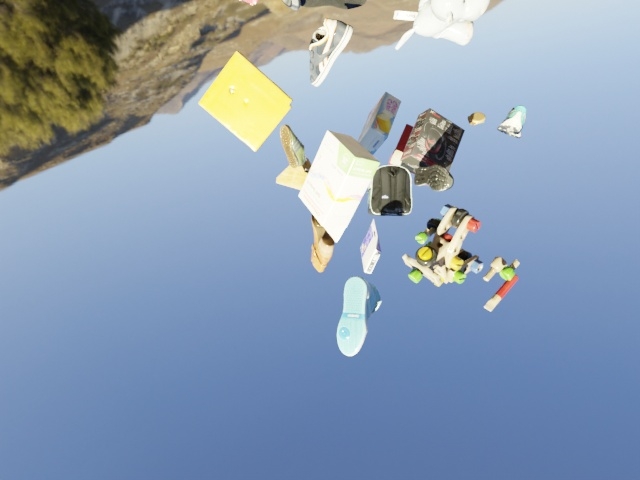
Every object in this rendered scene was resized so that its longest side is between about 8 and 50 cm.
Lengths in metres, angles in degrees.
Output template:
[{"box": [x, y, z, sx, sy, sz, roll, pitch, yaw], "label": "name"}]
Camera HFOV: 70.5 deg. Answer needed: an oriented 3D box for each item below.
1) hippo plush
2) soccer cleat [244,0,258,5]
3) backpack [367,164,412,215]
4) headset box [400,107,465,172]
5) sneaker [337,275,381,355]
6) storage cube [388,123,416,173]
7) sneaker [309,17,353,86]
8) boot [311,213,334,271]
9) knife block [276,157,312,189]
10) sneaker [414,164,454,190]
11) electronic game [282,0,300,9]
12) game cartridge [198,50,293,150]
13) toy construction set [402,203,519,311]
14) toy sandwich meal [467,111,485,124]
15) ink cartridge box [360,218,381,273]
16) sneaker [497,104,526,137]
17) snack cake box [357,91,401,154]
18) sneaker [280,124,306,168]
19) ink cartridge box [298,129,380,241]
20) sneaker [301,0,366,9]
[{"box": [0.401, -0.767, 1.435, 0.295, 0.234, 0.236, -3, -177, -3], "label": "hippo plush"}, {"box": [-0.258, -0.954, 1.679, 0.083, 0.095, 0.248, 16, -174, -13], "label": "soccer cleat"}, {"box": [0.346, -0.251, 2.280, 0.226, 0.253, 0.191, 0, -176, -3], "label": "backpack"}, {"box": [0.530, -0.442, 2.164, 0.293, 0.218, 0.110, -67, -164, -11], "label": "headset box"}, {"box": [0.174, 0.315, 1.878, 0.127, 0.318, 0.208, 8, 175, 30], "label": "sneaker"}, {"box": [0.544, -0.548, 2.727, 0.184, 0.215, 0.193, 23, -106, 4], "label": "storage cube"}, {"box": [0.007, -0.780, 1.865, 0.321, 0.128, 0.126, -44, -150, 54], "label": "sneaker"}, {"box": [0.000, 0.000, 2.302, 0.109, 0.220, 0.283, -6, -129, -20], "label": "boot"}, {"box": [-0.083, -0.294, 2.341, 0.088, 0.241, 0.276, -7, 156, -49], "label": "knife block"}, {"box": [0.516, -0.266, 1.930, 0.124, 0.107, 0.283, 7, -168, -15], "label": "sneaker"}, {"box": [-0.152, -1.056, 1.851, 0.048, 0.229, 0.229, -35, -152, -4], "label": "electronic game"}, {"box": [-0.319, -0.599, 1.971, 0.285, 0.324, 0.052, -47, -169, 16], "label": "game cartridge"}, {"box": [0.378, 0.082, 1.289, 0.309, 0.257, 0.237, 41, -108, 15], "label": "toy construction set"}, {"box": [0.773, -0.601, 2.239, 0.086, 0.029, 0.085, -6, -126, 9], "label": "toy sandwich meal"}, {"box": [0.266, 0.026, 2.323, 0.045, 0.208, 0.206, 12, -143, -11], "label": "ink cartridge box"}, {"box": [0.831, -0.506, 1.931, 0.107, 0.109, 0.275, 27, -169, 11], "label": "sneaker"}, {"box": [0.254, -0.511, 1.998, 0.152, 0.089, 0.264, -49, -165, 55], "label": "snack cake box"}, {"box": [-0.114, -0.420, 1.999, 0.064, 0.192, 0.086, -4, -163, 44], "label": "sneaker"}, {"box": [0.044, -0.188, 1.639, 0.119, 0.353, 0.207, 3, -145, -36], "label": "ink cartridge box"}, {"box": [0.049, -1.081, 1.904, 0.296, 0.178, 0.124, 2, 175, 0], "label": "sneaker"}]
